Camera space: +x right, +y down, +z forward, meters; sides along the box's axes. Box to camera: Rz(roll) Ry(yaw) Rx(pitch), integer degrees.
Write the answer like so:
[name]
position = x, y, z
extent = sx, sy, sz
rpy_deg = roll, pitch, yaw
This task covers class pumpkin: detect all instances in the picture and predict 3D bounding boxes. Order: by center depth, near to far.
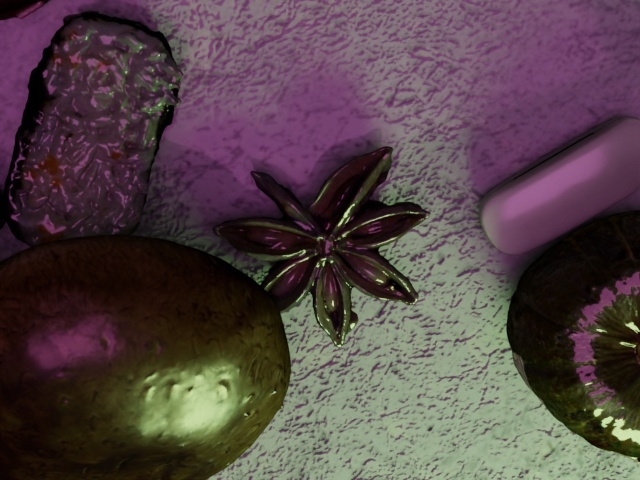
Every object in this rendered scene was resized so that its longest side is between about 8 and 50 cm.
[pumpkin]
position = 0.324, 0.093, 1.097
extent = 0.260, 0.189, 0.260
rpy_deg = -2, 106, -5

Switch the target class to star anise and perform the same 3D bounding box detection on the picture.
[star anise]
position = 0.008, 0.014, 1.107
extent = 0.212, 0.073, 0.196
rpy_deg = -11, 105, 2

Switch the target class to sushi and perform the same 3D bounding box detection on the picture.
[sushi]
position = -0.213, -0.096, 1.028
extent = 0.136, 0.126, 0.225
rpy_deg = 19, 103, -10

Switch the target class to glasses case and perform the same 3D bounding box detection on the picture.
[glasses case]
position = 0.250, -0.054, 1.117
extent = 0.193, 0.049, 0.074
rpy_deg = -31, 107, 5

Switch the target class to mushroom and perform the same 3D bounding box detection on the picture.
[mushroom]
position = -0.186, 0.127, 1.020
extent = 0.345, 0.345, 0.239
rpy_deg = -12, 84, -1

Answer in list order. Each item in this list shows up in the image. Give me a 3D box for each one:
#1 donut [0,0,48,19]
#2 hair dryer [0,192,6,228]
[donut]
position = -0.305, -0.317, 0.956
extent = 0.270, 0.103, 0.269
rpy_deg = -2, 105, -8
[hair dryer]
position = -0.347, 0.017, 0.988
extent = 0.114, 0.248, 0.070
rpy_deg = -28, 117, 3
